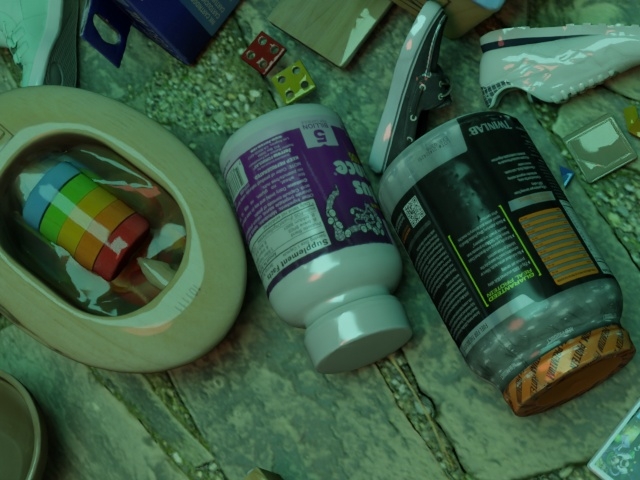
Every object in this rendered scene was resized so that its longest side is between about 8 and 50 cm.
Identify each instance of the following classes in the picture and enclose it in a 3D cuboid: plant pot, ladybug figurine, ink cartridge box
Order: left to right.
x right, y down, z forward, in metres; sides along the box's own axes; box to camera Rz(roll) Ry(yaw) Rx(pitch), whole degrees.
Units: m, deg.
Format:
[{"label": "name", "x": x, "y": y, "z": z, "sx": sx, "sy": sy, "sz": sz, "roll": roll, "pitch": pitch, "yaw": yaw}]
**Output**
[{"label": "plant pot", "x": -0.445, "y": 0.282, "z": 1.607, "sx": 0.237, "sy": 0.110, "sz": 0.237, "roll": -6, "pitch": 65, "yaw": 12}, {"label": "ladybug figurine", "x": -0.282, "y": -0.014, "z": 1.596, "sx": 0.449, "sy": 0.162, "sz": 0.305, "roll": 40, "pitch": 87, "yaw": 12}, {"label": "ink cartridge box", "x": -0.191, "y": -0.419, "z": 1.652, "sx": 0.151, "sy": 0.270, "sz": 0.395, "roll": 38, "pitch": 88, "yaw": 28}]

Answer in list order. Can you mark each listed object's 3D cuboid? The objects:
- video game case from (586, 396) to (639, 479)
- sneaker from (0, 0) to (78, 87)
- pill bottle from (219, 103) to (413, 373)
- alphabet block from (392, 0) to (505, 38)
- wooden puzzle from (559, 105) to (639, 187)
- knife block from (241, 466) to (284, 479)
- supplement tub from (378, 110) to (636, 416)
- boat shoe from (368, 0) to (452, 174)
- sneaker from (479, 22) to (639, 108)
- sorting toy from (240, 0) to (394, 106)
[{"label": "video game case", "x": 0.423, "y": 0.232, "z": 1.406, "sx": 0.173, "sy": 0.022, "sz": 0.190, "roll": 38, "pitch": 89, "yaw": 23}, {"label": "sneaker", "x": -0.424, "y": -0.259, "z": 1.765, "sx": 0.151, "sy": 0.094, "sz": 0.256, "roll": -7, "pitch": 57, "yaw": 10}, {"label": "pill bottle", "x": 0.000, "y": 0.000, "z": 1.525, "sx": 0.169, "sy": 0.169, "sz": 0.302, "roll": -26, "pitch": 69, "yaw": 9}, {"label": "alphabet block", "x": 0.158, "y": -0.383, "z": 1.539, "sx": 0.193, "sy": 0.197, "sz": 0.192, "roll": 34, "pitch": 84, "yaw": -6}, {"label": "wooden puzzle", "x": 0.340, "y": -0.112, "z": 1.536, "sx": 0.116, "sy": 0.014, "sz": 0.079, "roll": -23, "pitch": 65, "yaw": 10}, {"label": "knife block", "x": -0.039, "y": 0.398, "z": 1.465, "sx": 0.275, "sy": 0.088, "sz": 0.242, "roll": -42, "pitch": 66, "yaw": 2}, {"label": "supplement tub", "x": 0.213, "y": 0.027, "z": 1.438, "sx": 0.193, "sy": 0.193, "sz": 0.316, "roll": -29, "pitch": 68, "yaw": 7}, {"label": "boat shoe", "x": 0.125, "y": -0.177, "z": 1.553, "sx": 0.076, "sy": 0.080, "sz": 0.229, "roll": 22, "pitch": 111, "yaw": 10}, {"label": "sneaker", "x": 0.311, "y": -0.214, "z": 1.546, "sx": 0.235, "sy": 0.090, "sz": 0.095, "roll": -3, "pitch": 86, "yaw": 21}, {"label": "sorting toy", "x": 0.017, "y": -0.298, "z": 1.672, "sx": 0.132, "sy": 0.046, "sz": 0.274, "roll": 35, "pitch": 87, "yaw": 23}]
